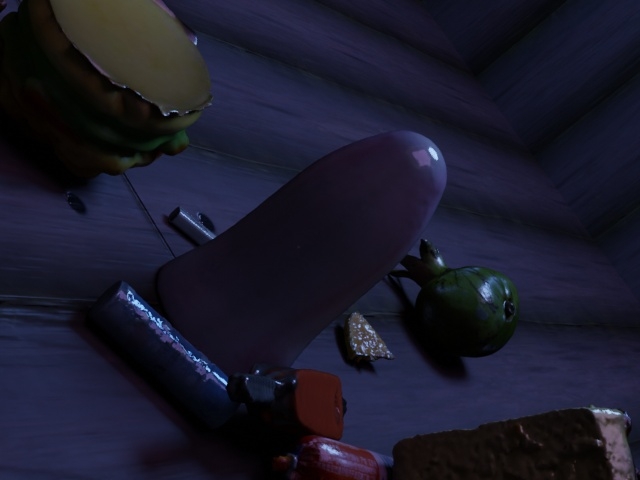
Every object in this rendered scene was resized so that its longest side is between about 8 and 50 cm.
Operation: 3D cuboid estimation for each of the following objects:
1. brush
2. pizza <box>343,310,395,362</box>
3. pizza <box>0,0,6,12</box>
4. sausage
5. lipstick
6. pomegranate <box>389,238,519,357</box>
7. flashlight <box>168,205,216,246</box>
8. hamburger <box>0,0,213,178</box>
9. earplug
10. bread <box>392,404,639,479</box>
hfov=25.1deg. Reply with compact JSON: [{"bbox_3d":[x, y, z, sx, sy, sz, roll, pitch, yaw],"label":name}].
[{"bbox_3d":[-0.022,0.156,1.389,0.323,0.051,0.070,28,65,-71],"label":"brush"},{"bbox_3d":[0.055,0.131,1.743,0.078,0.025,0.083,38,29,-21],"label":"pizza"},{"bbox_3d":[-0.471,-0.296,1.231,0.392,0.080,0.435,41,13,-10],"label":"pizza"},{"bbox_3d":[0.043,0.245,1.430,0.274,0.074,0.074,27,30,-49],"label":"sausage"},{"bbox_3d":[-0.140,0.105,1.313,0.158,0.048,0.048,45,20,-15],"label":"lipstick"},{"bbox_3d":[0.186,0.075,1.995,0.191,0.131,0.152,51,20,25],"label":"pomegranate"},{"bbox_3d":[-0.131,-0.005,1.584,0.083,0.018,0.018,40,19,-28],"label":"flashlight"},{"bbox_3d":[-0.229,-0.162,1.461,0.237,0.149,0.237,34,28,-22],"label":"hamburger"},{"bbox_3d":[0.000,0.000,1.435,0.172,0.301,0.172,43,20,-20],"label":"earplug"},{"bbox_3d":[0.230,0.306,1.390,0.198,0.236,0.263,18,59,-55],"label":"bread"}]
